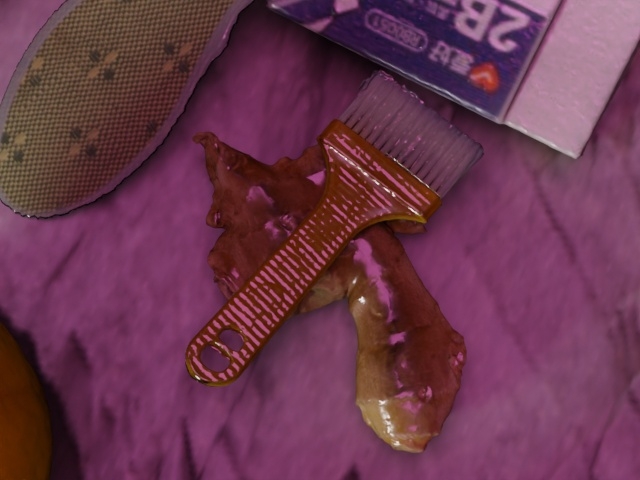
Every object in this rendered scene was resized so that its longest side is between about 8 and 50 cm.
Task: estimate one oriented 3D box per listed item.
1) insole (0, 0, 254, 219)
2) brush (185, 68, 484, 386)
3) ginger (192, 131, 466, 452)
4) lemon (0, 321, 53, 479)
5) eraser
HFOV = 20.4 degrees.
[{"bbox_3d":[-0.089,-0.139,1.063,0.322,0.007,0.109,-46,78,12],"label":"insole"},{"bbox_3d":[0.000,0.000,1.018,0.082,0.010,0.218,39,72,3],"label":"brush"},{"bbox_3d":[0.006,0.028,1.048,0.133,0.059,0.214,-13,78,-9],"label":"ginger"},{"bbox_3d":[-0.233,0.115,0.975,0.178,0.178,0.203,25,77,8],"label":"lemon"},{"bbox_3d":[0.089,-0.148,1.064,0.210,0.068,0.124,28,100,7],"label":"eraser"}]
